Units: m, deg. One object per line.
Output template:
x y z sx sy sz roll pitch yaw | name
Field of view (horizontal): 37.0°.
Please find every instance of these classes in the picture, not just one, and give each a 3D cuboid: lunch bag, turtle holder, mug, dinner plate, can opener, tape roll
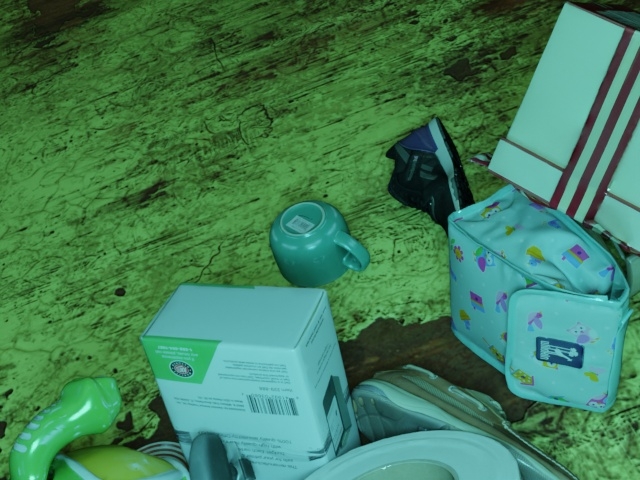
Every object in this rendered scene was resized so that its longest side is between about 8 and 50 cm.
0.295 0.086 1.268 0.160 0.223 0.262 -26 44 -21 | lunch bag
-0.275 0.346 1.178 0.227 0.243 0.320 -22 78 -33 | turtle holder
-0.004 -0.005 1.549 0.158 0.097 0.129 -12 45 8 | mug
-0.234 0.348 1.348 0.141 0.017 0.141 -9 46 10 | dinner plate
-0.098 0.366 1.131 0.074 0.093 0.280 -40 57 26 | can opener
0.095 0.324 1.065 0.286 0.100 0.286 -16 13 4 | tape roll

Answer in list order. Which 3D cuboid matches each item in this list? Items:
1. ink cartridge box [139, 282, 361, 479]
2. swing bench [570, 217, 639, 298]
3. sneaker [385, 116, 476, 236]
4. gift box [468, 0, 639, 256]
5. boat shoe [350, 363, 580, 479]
-0.079 0.206 1.232 0.211 0.289 0.121 2 35 21 | ink cartridge box
0.483 -0.052 1.387 0.253 0.165 0.254 -26 50 -7 | swing bench
0.179 -0.075 1.572 0.124 0.107 0.283 -26 39 15 | sneaker
0.357 -0.132 1.160 0.255 0.258 0.276 34 29 29 | gift box
0.194 0.245 1.231 0.324 0.123 0.116 27 43 29 | boat shoe
